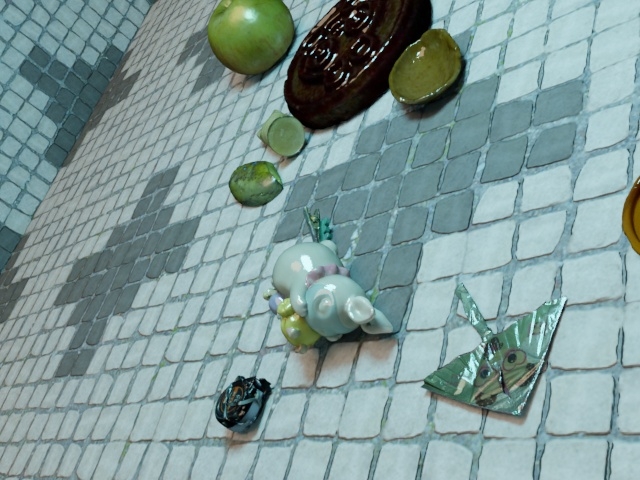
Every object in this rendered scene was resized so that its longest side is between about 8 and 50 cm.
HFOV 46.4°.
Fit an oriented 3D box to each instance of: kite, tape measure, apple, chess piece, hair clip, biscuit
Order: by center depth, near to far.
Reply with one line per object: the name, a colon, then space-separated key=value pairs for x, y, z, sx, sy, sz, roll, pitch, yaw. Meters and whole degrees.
kite: x=0.223 y=0.132 z=0.980 sx=0.229 sy=0.012 sz=0.250 roll=-37 pitch=34 yaw=16
tape measure: x=-0.134 y=0.272 z=1.252 sx=0.091 sy=0.054 sz=0.094 roll=-7 pitch=46 yaw=50
hair clip: x=0.001 y=-0.001 z=1.366 sx=0.049 sy=0.049 sz=0.173 roll=-35 pitch=41 yaw=25
biscuit: x=0.067 y=-0.434 z=1.676 sx=0.407 sy=0.091 sz=0.407 roll=-31 pitch=38 yaw=28
chess piece: x=-0.101 y=-0.254 z=1.725 sx=0.090 sy=0.090 sz=0.200 roll=-51 pitch=22 yaw=2
apple: x=-0.195 y=-0.578 z=2.052 sx=0.261 sy=0.194 sz=0.261 roll=-32 pitch=36 yaw=27

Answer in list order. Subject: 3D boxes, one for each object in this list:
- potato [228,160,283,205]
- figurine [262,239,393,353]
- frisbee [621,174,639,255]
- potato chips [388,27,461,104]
potato: x=-0.152 y=-0.137 z=1.689 sx=0.119 sy=0.054 sz=0.198 roll=-50 pitch=32 yaw=-2
figurine: x=0.004 y=0.104 z=1.182 sx=0.155 sy=0.127 sz=0.235 roll=-33 pitch=35 yaw=-5
frisbee: x=0.443 y=-0.043 z=0.853 sx=0.192 sy=0.035 sz=0.192 roll=-31 pitch=37 yaw=27
potato chips: x=0.203 y=-0.322 z=1.426 sx=0.150 sy=0.049 sz=0.202 roll=-34 pitch=34 yaw=20
